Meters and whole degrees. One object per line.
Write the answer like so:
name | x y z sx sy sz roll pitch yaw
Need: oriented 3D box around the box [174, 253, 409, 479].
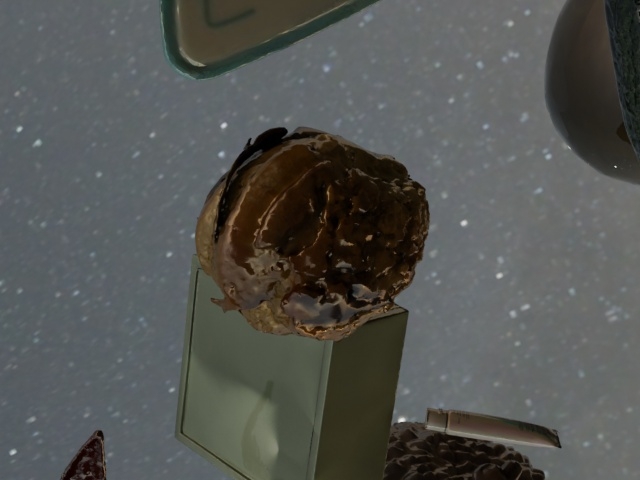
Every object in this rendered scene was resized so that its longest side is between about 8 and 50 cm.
box | -0.035 0.145 1.342 0.117 0.225 0.225 -11 -64 -43

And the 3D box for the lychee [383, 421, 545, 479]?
lychee | 0.135 0.426 1.608 0.380 0.432 0.380 18 -145 -13

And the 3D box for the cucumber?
cucumber | 0.273 -0.147 1.015 0.074 0.074 0.241 -57 -38 -41

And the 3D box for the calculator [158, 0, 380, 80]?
calculator | 0.038 -0.254 0.450 0.256 0.386 0.054 50 -176 -17

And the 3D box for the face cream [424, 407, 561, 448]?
face cream | 0.145 0.157 1.047 0.115 0.020 0.038 8 -165 2

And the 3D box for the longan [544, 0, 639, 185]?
longan | 0.489 -0.254 1.675 0.336 0.404 0.404 49 -135 10

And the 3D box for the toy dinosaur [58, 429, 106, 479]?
toy dinosaur | -0.256 0.374 1.281 0.206 0.113 0.327 28 -108 12

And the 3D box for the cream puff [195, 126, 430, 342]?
cream puff | 0.000 0.000 0.686 0.133 0.104 0.119 -4 -68 -22
